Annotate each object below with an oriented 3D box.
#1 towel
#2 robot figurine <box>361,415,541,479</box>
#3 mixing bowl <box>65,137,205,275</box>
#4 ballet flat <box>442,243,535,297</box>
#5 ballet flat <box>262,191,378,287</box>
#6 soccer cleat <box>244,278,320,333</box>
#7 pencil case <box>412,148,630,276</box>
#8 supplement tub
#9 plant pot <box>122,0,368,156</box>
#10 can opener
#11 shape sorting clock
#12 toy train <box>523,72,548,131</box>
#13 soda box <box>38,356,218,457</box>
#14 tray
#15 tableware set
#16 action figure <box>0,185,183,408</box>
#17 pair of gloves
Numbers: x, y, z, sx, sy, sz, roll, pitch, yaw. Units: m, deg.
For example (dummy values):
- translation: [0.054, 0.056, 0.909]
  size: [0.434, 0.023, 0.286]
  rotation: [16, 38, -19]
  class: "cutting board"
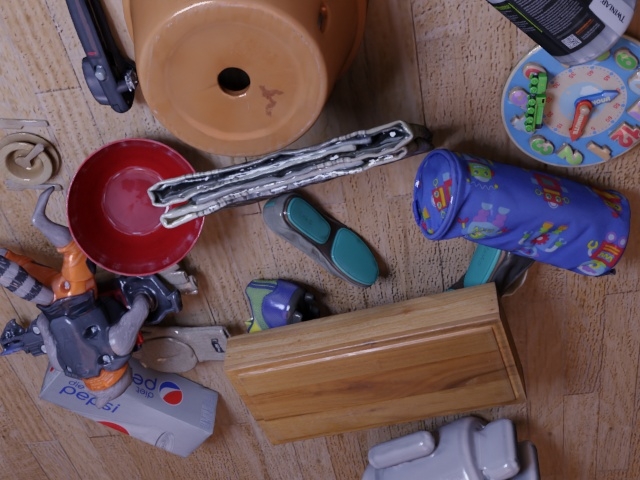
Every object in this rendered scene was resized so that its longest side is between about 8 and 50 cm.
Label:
- translation: [-0.019, -0.081, 1.139]
  size: [0.312, 0.324, 0.056]
  rotation: [-13, 92, 13]
  class: "towel"
- translation: [0.215, 0.443, 1.670]
  size: [0.353, 0.200, 0.300]
  rotation: [-30, 116, 26]
  class: "robot figurine"
- translation: [-0.249, -0.049, 1.269]
  size: [0.181, 0.098, 0.182]
  rotation: [-1, 98, -10]
  class: "mixing bowl"
- translation: [0.243, 0.091, 1.419]
  size: [0.096, 0.095, 0.280]
  rotation: [10, 134, -25]
  class: "ballet flat"
- translation: [0.000, 0.000, 1.363]
  size: [0.068, 0.072, 0.213]
  rotation: [-6, 143, 47]
  class: "ballet flat"
- translation: [-0.062, 0.165, 1.510]
  size: [0.121, 0.093, 0.289]
  rotation: [17, 140, 19]
  class: "soccer cleat"
- translation: [0.268, -0.034, 1.253]
  size: [0.306, 0.119, 0.133]
  rotation: [12, 138, -22]
  class: "pencil case"
- translation: [0.250, -0.291, 1.041]
  size: [0.190, 0.117, 0.117]
  rotation: [31, 126, -26]
  class: "supplement tub"
- translation: [-0.089, -0.232, 1.045]
  size: [0.290, 0.204, 0.291]
  rotation: [1, 132, 1]
  class: "plant pot"
- translation: [-0.272, -0.237, 1.142]
  size: [0.073, 0.059, 0.186]
  rotation: [-6, 133, 8]
  class: "can opener"
- translation: [0.335, -0.177, 1.198]
  size: [0.206, 0.040, 0.206]
  rotation: [0, 133, 0]
  class: "shape sorting clock"
- translation: [0.272, -0.174, 1.178]
  size: [0.023, 0.017, 0.083]
  rotation: [-1, 127, 2]
  class: "toy train"
- translation: [-0.321, 0.264, 1.590]
  size: [0.286, 0.091, 0.098]
  rotation: [29, 128, -24]
  class: "soda box"
- translation: [0.084, 0.195, 1.403]
  size: [0.410, 0.076, 0.203]
  rotation: [-14, 132, 14]
  class: "tray"
- translation: [-0.458, -0.107, 1.280]
  size: [0.194, 0.039, 0.128]
  rotation: [2, 133, 0]
  class: "tableware set"
- translation: [-0.400, 0.113, 1.371]
  size: [0.341, 0.178, 0.330]
  rotation: [-24, 111, 24]
  class: "action figure"
- translation: [-0.260, 0.115, 1.480]
  size: [0.204, 0.042, 0.240]
  rotation: [-15, 125, 22]
  class: "pair of gloves"
